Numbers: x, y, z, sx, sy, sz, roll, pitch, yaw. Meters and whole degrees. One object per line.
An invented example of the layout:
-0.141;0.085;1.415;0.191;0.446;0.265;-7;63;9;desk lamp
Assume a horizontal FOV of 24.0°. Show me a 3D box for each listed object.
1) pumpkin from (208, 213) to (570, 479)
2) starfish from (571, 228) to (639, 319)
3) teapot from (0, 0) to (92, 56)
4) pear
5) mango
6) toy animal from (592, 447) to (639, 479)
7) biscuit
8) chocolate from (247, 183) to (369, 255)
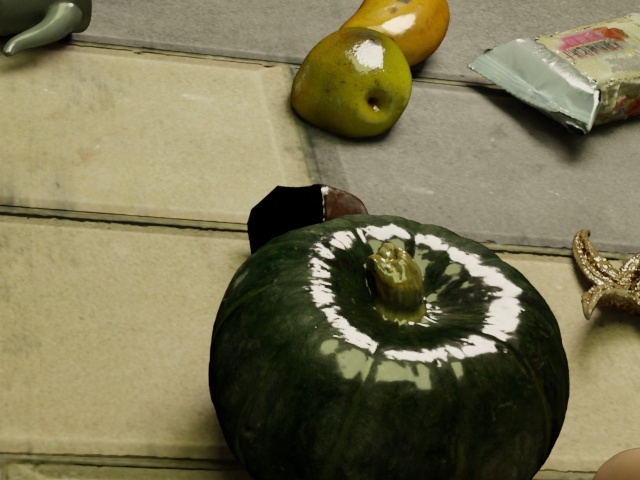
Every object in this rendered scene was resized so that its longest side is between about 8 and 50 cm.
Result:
0.059;0.101;1.237;0.300;0.207;0.300;10;35;-7;pumpkin
0.319;0.051;1.537;0.238;0.057;0.213;-16;38;-42;starfish
-0.358;-0.304;1.693;0.149;0.162;0.239;-19;65;-22;teapot
0.039;-0.189;1.721;0.141;0.104;0.141;9;32;-6;pear
0.094;-0.262;1.850;0.115;0.090;0.178;16;37;18;mango
0.256;0.260;1.131;0.213;0.195;0.256;-2;25;26;toy animal
0.356;-0.208;1.884;0.309;0.079;0.186;-15;43;-38;biscuit
0.000;0.000;1.443;0.080;0.125;0.148;13;27;-33;chocolate
